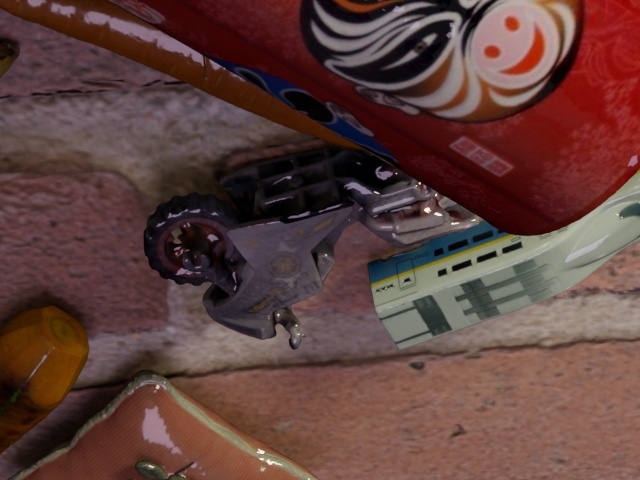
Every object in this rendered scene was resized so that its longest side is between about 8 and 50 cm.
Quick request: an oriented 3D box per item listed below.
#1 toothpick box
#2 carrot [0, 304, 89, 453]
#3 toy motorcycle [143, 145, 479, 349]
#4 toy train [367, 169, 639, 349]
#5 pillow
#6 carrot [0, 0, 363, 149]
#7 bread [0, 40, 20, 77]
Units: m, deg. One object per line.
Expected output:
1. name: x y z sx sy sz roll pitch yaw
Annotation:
1. toothpick box: 0.020 -0.163 1.011 0.333 0.204 0.204 30 123 -25
2. carrot: -0.272 0.151 1.361 0.066 0.066 0.314 33 122 -28
3. toy motorcycle: 0.000 0.000 1.235 0.215 0.080 0.122 -17 130 6
4. toy train: 0.147 0.005 1.264 0.234 0.051 0.052 -20 134 14
5. pillow: -0.112 0.183 1.389 0.179 0.075 0.171 36 121 -28
6. carrot: -0.067 -0.117 1.146 0.336 0.069 0.069 17 128 -10
7. bread: -0.309 -0.001 1.078 0.279 0.315 0.248 12 132 -26
